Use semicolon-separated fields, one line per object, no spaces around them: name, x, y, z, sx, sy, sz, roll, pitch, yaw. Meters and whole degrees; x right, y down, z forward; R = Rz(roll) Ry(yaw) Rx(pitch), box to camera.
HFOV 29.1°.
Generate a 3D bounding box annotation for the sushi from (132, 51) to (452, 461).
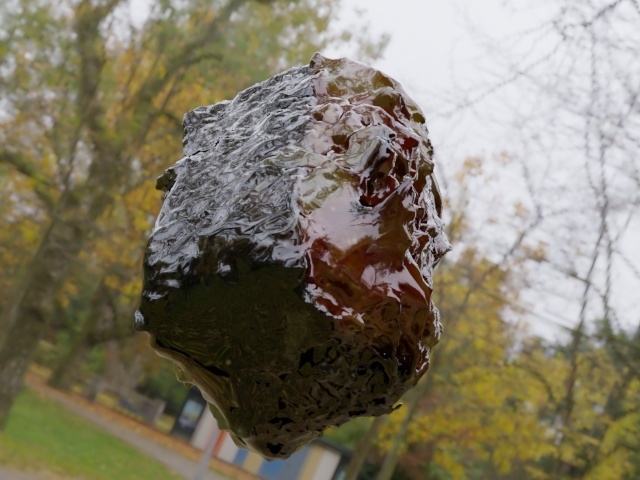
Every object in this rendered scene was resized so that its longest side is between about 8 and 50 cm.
sushi;0.000;0.000;0.835;0.181;0.343;0.197;-14;-63;13
